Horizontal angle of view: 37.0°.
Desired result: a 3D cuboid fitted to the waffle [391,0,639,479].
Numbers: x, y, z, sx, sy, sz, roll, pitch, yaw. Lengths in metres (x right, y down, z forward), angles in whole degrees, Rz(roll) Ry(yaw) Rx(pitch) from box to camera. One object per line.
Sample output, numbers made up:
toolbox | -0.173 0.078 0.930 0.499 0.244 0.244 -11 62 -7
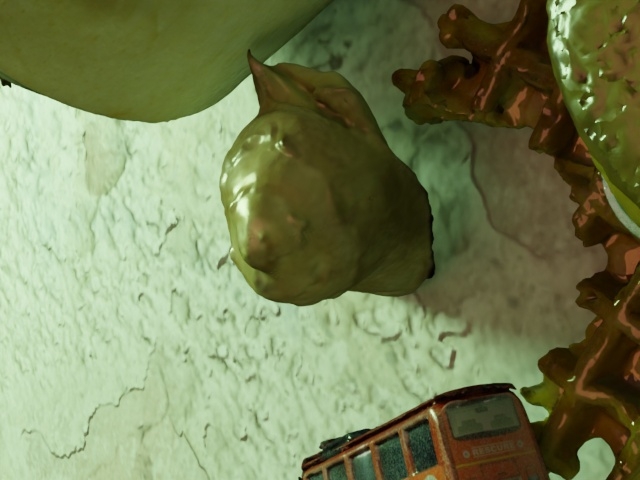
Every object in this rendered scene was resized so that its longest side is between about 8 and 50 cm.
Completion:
waffle | 0.176 -0.027 0.475 0.259 0.069 0.293 -25 77 39

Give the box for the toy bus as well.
toy bus | 0.051 0.153 0.568 0.235 0.073 0.096 134 127 -62

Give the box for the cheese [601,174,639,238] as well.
cheese | 0.167 -0.017 0.421 0.067 0.026 0.121 -50 61 32

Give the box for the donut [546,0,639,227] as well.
donut | 0.193 -0.072 0.304 0.272 0.107 0.272 3 94 41

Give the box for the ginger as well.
ginger | 0.002 0.001 0.563 0.115 0.193 0.123 12 59 32

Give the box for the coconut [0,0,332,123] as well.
coconut | -0.109 -0.240 0.574 0.323 0.323 0.323 7 100 43
